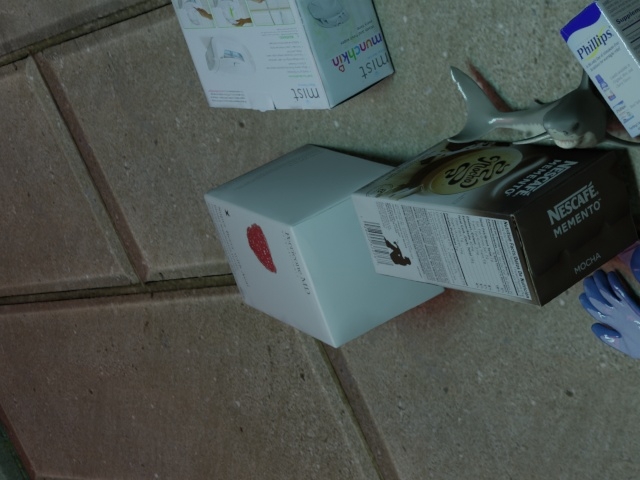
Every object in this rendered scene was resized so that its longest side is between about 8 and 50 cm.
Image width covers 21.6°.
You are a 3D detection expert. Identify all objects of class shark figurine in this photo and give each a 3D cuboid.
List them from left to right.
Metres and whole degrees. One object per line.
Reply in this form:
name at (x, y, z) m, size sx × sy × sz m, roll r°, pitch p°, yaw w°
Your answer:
shark figurine at (0.263, -0.159, 1.876) m, size 0.278 × 0.166 × 0.116 m, roll -162°, pitch 74°, yaw -68°

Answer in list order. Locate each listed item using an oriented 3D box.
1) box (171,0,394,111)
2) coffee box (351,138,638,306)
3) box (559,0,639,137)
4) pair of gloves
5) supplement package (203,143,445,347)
box at (-0.063, -0.291, 2.138) m, size 0.262 × 0.127 × 0.231 m, roll 5°, pitch 121°, yaw 51°
coffee box at (0.199, -0.029, 1.954) m, size 0.297 × 0.168 × 0.119 m, roll 9°, pitch 124°, yaw 54°
box at (0.335, -0.196, 1.692) m, size 0.137 × 0.126 × 0.072 m, roll 57°, pitch 149°, yaw 3°
pair of gloves at (0.378, 0.066, 1.946) m, size 0.159 × 0.023 × 0.198 m, roll 44°, pitch 141°, yaw 24°
supplement package at (0.000, 0.000, 2.193) m, size 0.293 × 0.175 × 0.177 m, roll 19°, pitch 132°, yaw 63°
